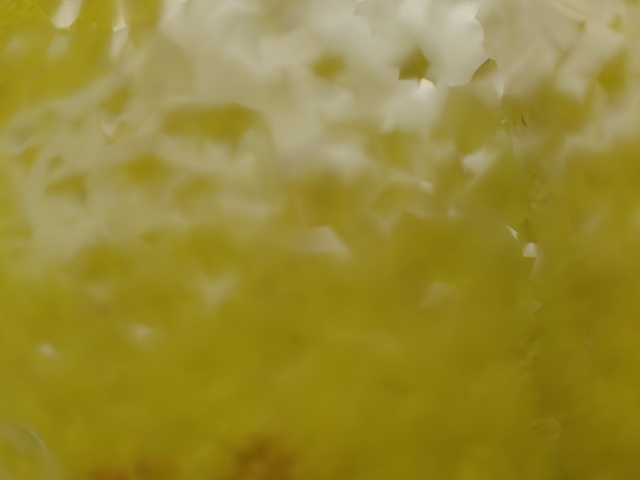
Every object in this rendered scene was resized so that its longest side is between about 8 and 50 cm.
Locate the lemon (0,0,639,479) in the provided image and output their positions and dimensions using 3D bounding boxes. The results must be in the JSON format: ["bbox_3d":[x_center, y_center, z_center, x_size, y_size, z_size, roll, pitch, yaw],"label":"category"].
[{"bbox_3d":[0.001,0.001,0.421,0.267,0.267,0.267,-6,113,-15],"label":"lemon"}]
